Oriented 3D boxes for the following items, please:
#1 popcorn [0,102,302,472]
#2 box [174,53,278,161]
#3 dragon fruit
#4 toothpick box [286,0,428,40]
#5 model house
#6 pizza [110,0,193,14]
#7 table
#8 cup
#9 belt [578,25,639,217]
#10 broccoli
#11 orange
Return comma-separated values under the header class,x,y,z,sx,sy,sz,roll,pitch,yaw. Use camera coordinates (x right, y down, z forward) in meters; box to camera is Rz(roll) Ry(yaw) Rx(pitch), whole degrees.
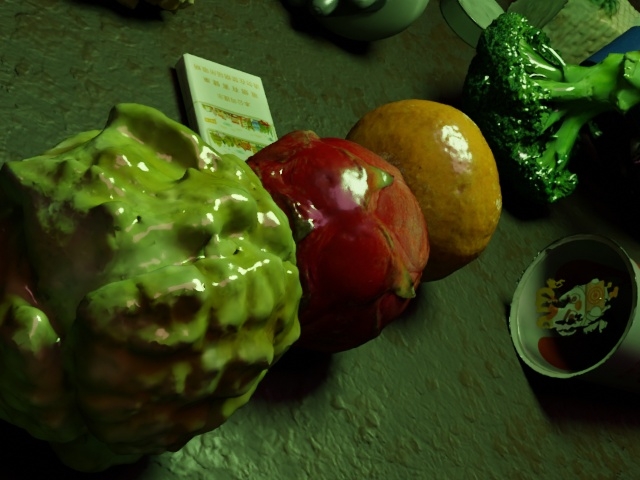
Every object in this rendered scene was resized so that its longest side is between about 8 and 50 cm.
class,x,y,z,sx,sy,sz,roll,pitch,yaw
popcorn,-0.153,0.033,0.992,0.335,0.279,0.274,-40,128,-39
box,-0.104,-0.127,1.412,0.122,0.032,0.220,14,46,-37
dragon fruit,-0.005,0.003,1.224,0.252,0.241,0.241,43,33,-26
toothpick box,0.064,-0.432,1.753,0.229,0.229,0.316,33,39,-17
model house,0.499,-0.368,2.090,0.284,0.243,0.298,38,37,-15
pizza,-0.232,-0.415,1.430,0.409,0.114,0.277,-21,97,-39
table,0.275,-0.397,2.056,0.133,0.043,0.133,27,39,-24
cup,0.421,0.125,1.583,0.288,0.203,0.203,24,40,-38
belt,0.542,-0.178,1.898,0.212,0.117,0.347,40,-18,55
broccoli,0.353,-0.199,1.748,0.297,0.297,0.297,11,77,-59
orange,0.121,-0.062,1.419,0.170,0.224,0.224,-8,61,-55
